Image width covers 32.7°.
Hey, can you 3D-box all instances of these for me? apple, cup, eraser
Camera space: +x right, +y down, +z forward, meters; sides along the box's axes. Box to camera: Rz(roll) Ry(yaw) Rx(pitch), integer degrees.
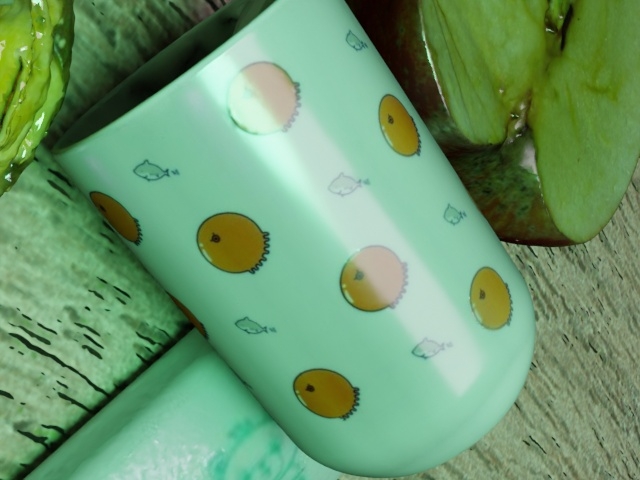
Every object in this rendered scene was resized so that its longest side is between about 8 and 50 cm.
[{"bbox_3d":[0.162,-0.191,0.900,0.329,0.295,0.365,84,20,-81],"label":"apple"},{"bbox_3d":[0.000,0.000,0.747,0.212,0.212,0.317,-46,109,-29],"label":"cup"},{"bbox_3d":[-0.114,0.201,0.833,0.290,0.104,0.189,-43,120,-33],"label":"eraser"}]

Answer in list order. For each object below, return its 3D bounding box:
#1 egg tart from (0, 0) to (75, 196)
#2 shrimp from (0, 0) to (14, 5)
[{"bbox_3d":[-0.251,-0.112,0.591,0.297,0.132,0.297,-17,116,-39],"label":"egg tart"},{"bbox_3d":[-0.196,-0.227,0.564,0.178,0.075,0.289,26,49,-21],"label":"shrimp"}]
